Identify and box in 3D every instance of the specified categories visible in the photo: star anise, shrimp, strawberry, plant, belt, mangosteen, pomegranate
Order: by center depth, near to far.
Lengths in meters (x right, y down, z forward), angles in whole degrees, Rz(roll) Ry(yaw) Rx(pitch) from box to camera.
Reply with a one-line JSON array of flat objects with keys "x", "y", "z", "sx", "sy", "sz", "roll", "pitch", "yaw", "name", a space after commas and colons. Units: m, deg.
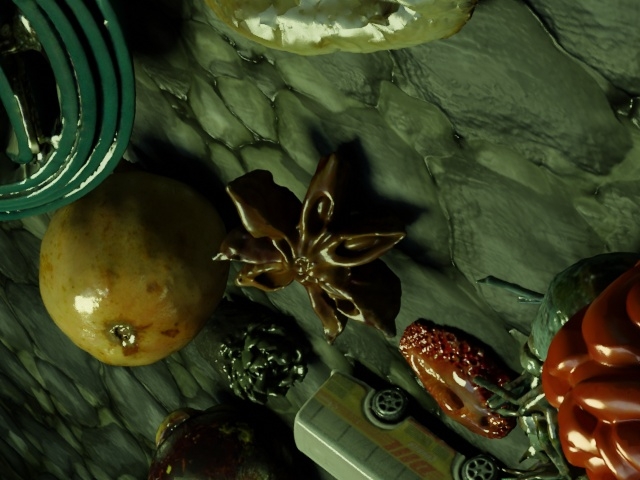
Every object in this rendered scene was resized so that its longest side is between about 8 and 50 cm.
[{"x": 0.202, "y": 0.107, "z": 1.460, "sx": 0.372, "sy": 0.137, "sz": 0.172, "roll": 112, "pitch": 149, "yaw": -54, "name": "shrimp"}, {"x": -0.323, "y": -0.191, "z": 1.593, "sx": 0.436, "sy": 0.300, "sz": 0.173, "roll": 82, "pitch": 179, "yaw": -52, "name": "belt"}, {"x": -0.004, "y": -0.001, "z": 1.628, "sx": 0.212, "sy": 0.111, "sz": 0.196, "roll": 15, "pitch": 147, "yaw": 37, "name": "star anise"}, {"x": 0.133, "y": 0.135, "z": 1.690, "sx": 0.152, "sy": 0.048, "sz": 0.104, "roll": 28, "pitch": 146, "yaw": 28, "name": "strawberry"}, {"x": -0.194, "y": 0.028, "z": 1.863, "sx": 0.207, "sy": 0.207, "sz": 0.207, "roll": 36, "pitch": 154, "yaw": 21, "name": "pomegranate"}, {"x": -0.079, "y": 0.120, "z": 1.961, "sx": 0.143, "sy": 0.092, "sz": 0.094, "roll": 32, "pitch": 144, "yaw": 42, "name": "plant"}, {"x": -0.127, "y": 0.288, "z": 2.200, "sx": 0.192, "sy": 0.192, "sz": 0.217, "roll": 60, "pitch": 176, "yaw": -28, "name": "mangosteen"}]

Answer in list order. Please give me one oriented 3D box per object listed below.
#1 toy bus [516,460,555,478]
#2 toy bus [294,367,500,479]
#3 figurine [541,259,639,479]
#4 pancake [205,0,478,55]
[{"x": 0.285, "y": 0.328, "z": 1.693, "sx": 0.274, "sy": 0.090, "sz": 0.112, "roll": 43, "pitch": 147, "yaw": 5, "name": "toy bus"}, {"x": 0.095, "y": 0.243, "z": 1.842, "sx": 0.268, "sy": 0.106, "sz": 0.092, "roll": 36, "pitch": 155, "yaw": 22, "name": "toy bus"}, {"x": 0.349, "y": 0.169, "z": 1.209, "sx": 0.412, "sy": 0.241, "sz": 0.306, "roll": 43, "pitch": 177, "yaw": -22, "name": "figurine"}, {"x": -0.041, "y": -0.285, "z": 1.283, "sx": 0.387, "sy": 0.082, "sz": 0.387, "roll": 33, "pitch": 149, "yaw": 23, "name": "pancake"}]
